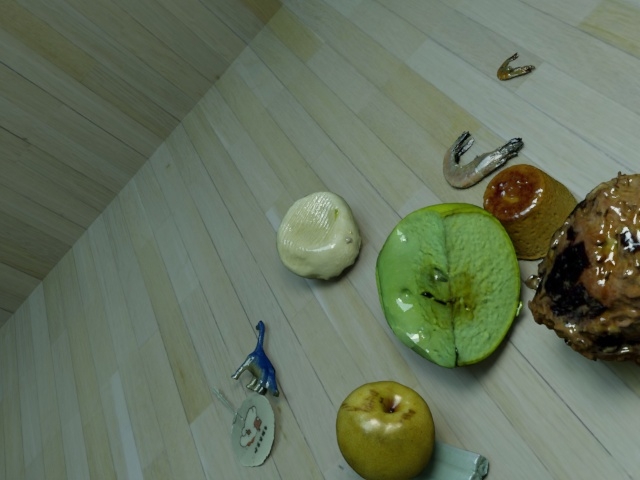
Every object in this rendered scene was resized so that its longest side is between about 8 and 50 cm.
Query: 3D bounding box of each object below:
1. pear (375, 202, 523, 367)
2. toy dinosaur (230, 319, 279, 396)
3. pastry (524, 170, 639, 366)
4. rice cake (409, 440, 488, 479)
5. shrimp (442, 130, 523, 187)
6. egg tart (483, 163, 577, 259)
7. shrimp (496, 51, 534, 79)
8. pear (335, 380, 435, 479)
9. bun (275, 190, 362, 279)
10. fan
[{"bbox_3d":[0.266,0.086,1.497,0.318,0.238,0.343,2,99,59],"label":"pear"},{"bbox_3d":[-0.148,0.332,1.846,0.247,0.075,0.188,12,70,54],"label":"toy dinosaur"},{"bbox_3d":[0.559,0.041,1.167,0.405,0.337,0.292,-42,50,15],"label":"pastry"},{"bbox_3d":[0.232,0.478,1.404,0.237,0.043,0.127,9,70,49],"label":"rice cake"},{"bbox_3d":[0.411,-0.225,1.703,0.219,0.046,0.152,-29,50,28],"label":"shrimp"},{"bbox_3d":[0.454,-0.070,1.481,0.202,0.147,0.203,-24,51,33],"label":"egg tart"},{"bbox_3d":[0.524,-0.469,1.774,0.114,0.023,0.083,-2,60,47],"label":"shrimp"},{"bbox_3d":[0.133,0.402,1.375,0.208,0.209,0.209,-24,50,31],"label":"pear"},{"bbox_3d":[0.000,0.000,1.862,0.259,0.160,0.259,-13,52,18],"label":"bun"},{"bbox_3d":[-0.221,0.487,1.836,0.329,0.009,0.191,27,96,49],"label":"fan"}]
